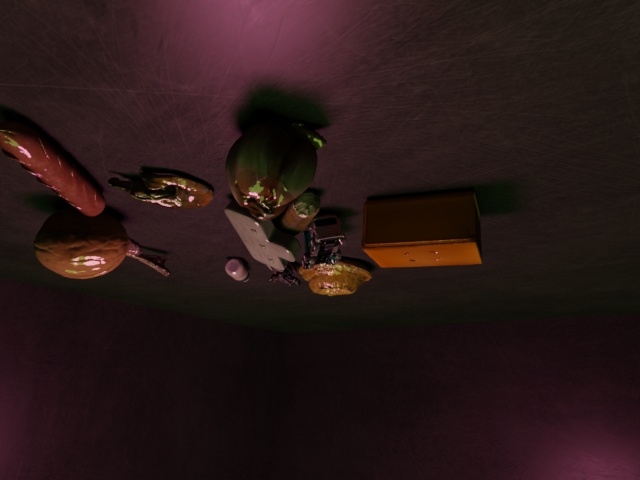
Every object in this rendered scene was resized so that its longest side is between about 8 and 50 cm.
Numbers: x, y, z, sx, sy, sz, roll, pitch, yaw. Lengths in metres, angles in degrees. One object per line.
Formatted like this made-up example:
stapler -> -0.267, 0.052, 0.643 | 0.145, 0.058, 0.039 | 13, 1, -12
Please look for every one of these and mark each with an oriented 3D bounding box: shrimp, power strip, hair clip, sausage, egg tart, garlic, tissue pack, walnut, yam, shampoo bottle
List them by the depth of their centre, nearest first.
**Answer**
garlic -> -0.111, -0.142, 0.943 | 0.160, 0.191, 0.214 | 41, 160, -21
sausage -> -0.614, -0.156, 1.121 | 0.087, 0.088, 0.433 | 4, 162, 2
shrimp -> -0.393, -0.127, 1.195 | 0.254, 0.059, 0.145 | 14, 157, -28
tissue pack -> 0.266, -0.023, 1.228 | 0.274, 0.146, 0.194 | -3, 159, 22
power strip -> -0.146, -0.002, 1.334 | 0.193, 0.059, 0.265 | 20, 154, 27
yam -> -0.088, -0.046, 1.350 | 0.083, 0.083, 0.371 | 10, 162, -16
walnut -> -0.712, 0.007, 1.440 | 0.260, 0.225, 0.225 | -3, 165, -18
hair clip -> -0.699, 0.050, 1.778 | 0.300, 0.069, 0.173 | 26, 153, -26
egg tart -> 0.057, 0.150, 1.852 | 0.289, 0.116, 0.290 | 4, 164, 1
shampoo bottle -> -0.326, 0.128, 1.925 | 0.073, 0.074, 0.192 | 2, 161, 8

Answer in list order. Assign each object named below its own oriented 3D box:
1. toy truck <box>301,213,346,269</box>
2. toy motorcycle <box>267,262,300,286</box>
toy truck -> 0.000, 0.000, 1.394 | 0.110, 0.116, 0.216 | -10, 157, -13
toy motorcycle -> -0.159, 0.111, 1.833 | 0.122, 0.082, 0.213 | 7, 150, 30
